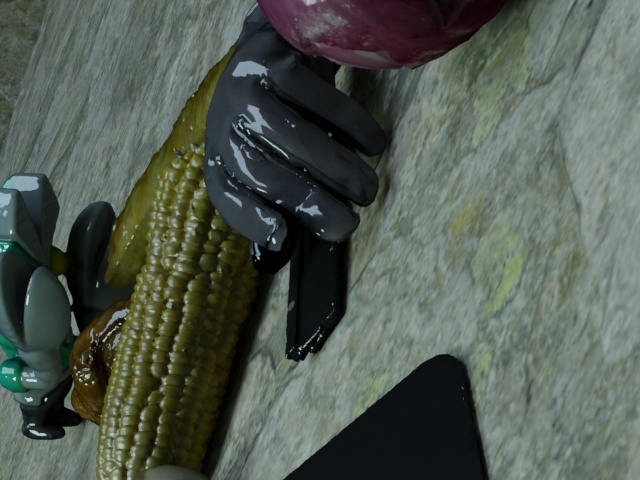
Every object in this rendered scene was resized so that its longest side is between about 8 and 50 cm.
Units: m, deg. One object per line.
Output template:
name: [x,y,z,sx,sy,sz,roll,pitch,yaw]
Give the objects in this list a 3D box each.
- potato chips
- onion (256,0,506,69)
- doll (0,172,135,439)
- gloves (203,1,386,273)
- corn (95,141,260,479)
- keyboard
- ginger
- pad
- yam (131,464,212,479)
potato chips: [-0.104,-0.084,1.635,0.407,0.057,0.080,131,141,-50]
onion: [0.053,-0.202,1.076,0.207,0.200,0.200,-41,6,-21]
doll: [-0.258,0.057,1.824,0.195,0.153,0.258,-72,-26,-42]
gloves: [-0.023,-0.081,1.278,0.285,0.119,0.142,-99,13,-54]
corn: [-0.103,0.072,1.379,0.101,0.101,0.292,155,130,-68]
keyboard: [0.000,0.000,1.266,0.060,0.018,0.195,-48,25,35]
ginger: [-0.187,0.107,1.644,0.162,0.073,0.103,-52,25,45]
pad: [-0.012,0.233,0.944,0.250,0.055,0.323,-97,31,-56]
yam: [-0.169,0.290,1.353,0.081,0.081,0.357,-90,25,-51]
